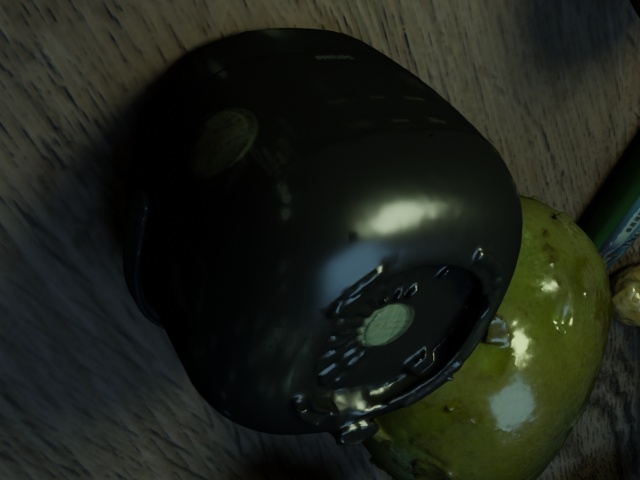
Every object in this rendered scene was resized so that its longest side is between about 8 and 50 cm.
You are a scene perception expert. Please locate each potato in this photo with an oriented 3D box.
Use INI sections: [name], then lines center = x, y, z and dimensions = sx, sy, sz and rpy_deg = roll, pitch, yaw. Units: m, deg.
[potato]
center = 0.136, 0.127, 0.986
dimensions = 0.270, 0.219, 0.359
rpy_deg = -47, 153, -33

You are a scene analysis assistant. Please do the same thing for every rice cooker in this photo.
[rice cooker]
center = 0.000, 0.000, 0.747
dimensions = 0.267, 0.224, 0.267
rpy_deg = -23, 142, -19

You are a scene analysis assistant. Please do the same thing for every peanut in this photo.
[peanut]
center = 0.405, 0.068, 1.266
dimensions = 0.192, 0.089, 0.089
rpy_deg = 10, 122, -39

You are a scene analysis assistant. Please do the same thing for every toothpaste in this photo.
[toothpaste]
center = 0.343, -0.074, 1.080
dimensions = 0.098, 0.061, 0.392
rpy_deg = -14, 140, -48

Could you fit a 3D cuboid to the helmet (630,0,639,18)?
[helmet]
center = 0.320, -0.231, 0.790
dimensions = 0.189, 0.193, 0.216
rpy_deg = -10, 121, -28
